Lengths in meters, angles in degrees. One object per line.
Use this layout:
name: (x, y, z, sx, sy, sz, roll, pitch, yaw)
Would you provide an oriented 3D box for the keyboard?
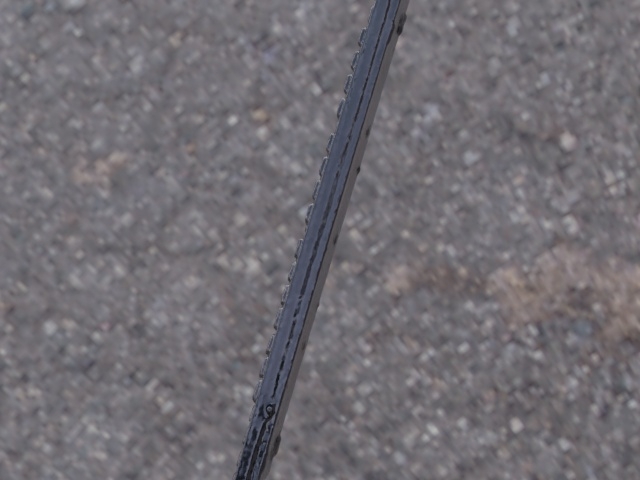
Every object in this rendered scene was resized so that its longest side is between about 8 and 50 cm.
keyboard: (0.000, 0.000, 0.976, 0.018, 0.101, 0.309, 17, 97, 4)
